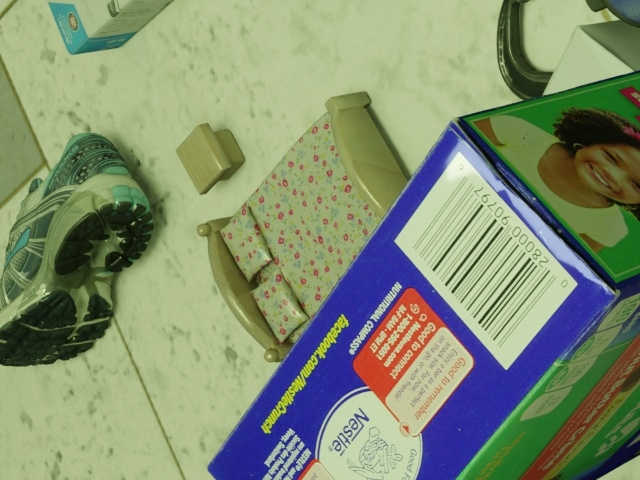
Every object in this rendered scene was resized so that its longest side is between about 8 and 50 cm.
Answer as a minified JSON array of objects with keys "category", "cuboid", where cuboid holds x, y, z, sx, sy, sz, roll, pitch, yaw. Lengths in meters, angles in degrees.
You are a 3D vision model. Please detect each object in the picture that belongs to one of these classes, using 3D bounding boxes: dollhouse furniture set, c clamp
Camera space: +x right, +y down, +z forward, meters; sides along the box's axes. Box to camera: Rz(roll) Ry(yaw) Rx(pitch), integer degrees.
[{"category":"dollhouse furniture set","cuboid":[0.000,0.000,1.426,0.303,0.174,0.355,-46,68,41]},{"category":"c clamp","cuboid":[0.185,-0.159,1.312,0.161,0.022,0.137,-1,104,44]}]

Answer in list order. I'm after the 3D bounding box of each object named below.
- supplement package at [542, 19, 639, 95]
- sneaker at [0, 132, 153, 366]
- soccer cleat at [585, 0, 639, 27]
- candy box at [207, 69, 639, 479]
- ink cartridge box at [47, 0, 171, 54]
[{"category":"supplement package","cuboid":[0.233,-0.011,1.201,0.194,0.149,0.203,43,127,29]},{"category":"sneaker","cuboid":[-0.244,0.013,1.751,0.283,0.110,0.122,-50,47,37]},{"category":"soccer cleat","cuboid":[0.208,-0.271,1.168,0.121,0.093,0.289,-35,53,50]},{"category":"candy box","cuboid":[0.134,0.037,0.978,0.122,0.317,0.268,49,130,19]},{"category":"ink cartridge box","cuboid":[-0.169,-0.249,1.619,0.180,0.060,0.104,-32,76,45]}]
